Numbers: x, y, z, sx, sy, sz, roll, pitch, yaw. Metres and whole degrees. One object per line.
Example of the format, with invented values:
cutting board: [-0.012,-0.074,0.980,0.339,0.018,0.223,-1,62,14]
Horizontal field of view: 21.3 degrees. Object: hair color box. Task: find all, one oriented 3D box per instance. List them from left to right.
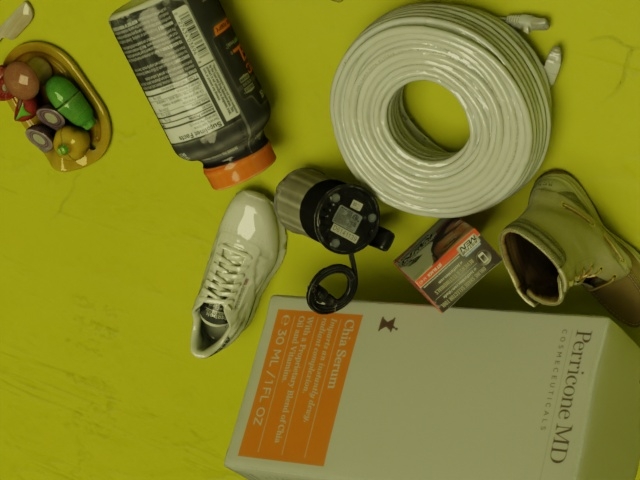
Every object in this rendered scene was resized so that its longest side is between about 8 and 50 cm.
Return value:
hair color box: [0.144,0.023,1.951,0.093,0.167,0.053,-42,101,0]

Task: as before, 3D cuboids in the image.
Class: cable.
cable: [0.136,-0.144,1.933,0.257,0.089,0.257,13,121,19]

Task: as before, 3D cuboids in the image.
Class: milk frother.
milk frother: [0.000,0.000,2.021,0.129,0.143,0.135,47,171,-23]

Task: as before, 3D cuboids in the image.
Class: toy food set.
toy food set: [-0.364,-0.178,2.168,0.128,0.071,0.218,-29,101,34]

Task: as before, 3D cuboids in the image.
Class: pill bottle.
pill bottle: [-0.143,-0.184,2.022,0.130,0.130,0.245,-16,108,32]

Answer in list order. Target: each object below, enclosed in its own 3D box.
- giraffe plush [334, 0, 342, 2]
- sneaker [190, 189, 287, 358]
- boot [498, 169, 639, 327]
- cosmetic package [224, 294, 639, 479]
giraffe plush: [-0.037,-0.378,1.862,0.181,0.210,0.170,24,95,17]
sneaker: [-0.110,0.045,2.152,0.090,0.095,0.235,24,122,15]
boot: [0.291,0.039,1.908,0.077,0.165,0.213,-34,98,35]
cosmetic package: [0.135,0.205,1.977,0.453,0.230,0.161,2,157,32]
